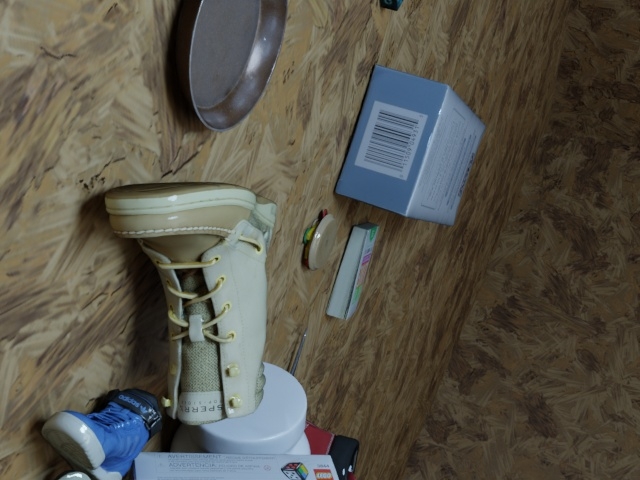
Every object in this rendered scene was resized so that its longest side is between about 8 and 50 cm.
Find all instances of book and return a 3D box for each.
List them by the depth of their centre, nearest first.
[{"bbox_3d":[0.054,0.045,1.395,0.096,0.035,0.144,-20,125,-73],"label":"book"}]

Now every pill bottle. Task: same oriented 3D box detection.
[{"bbox_3d":[-0.091,0.271,0.978,0.153,0.153,0.264,-46,151,-53],"label":"pill bottle"}]

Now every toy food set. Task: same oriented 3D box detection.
[{"bbox_3d":[0.000,0.000,1.191,0.083,0.020,0.082,-50,153,-48],"label":"toy food set"}]

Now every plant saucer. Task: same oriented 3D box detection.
[{"bbox_3d":[-0.077,-0.177,0.754,0.168,0.029,0.168,18,90,-72],"label":"plant saucer"}]

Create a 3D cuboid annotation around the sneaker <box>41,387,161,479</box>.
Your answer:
[{"bbox_3d":[-0.177,0.152,0.743,0.084,0.058,0.152,-56,162,-26],"label":"sneaker"}]

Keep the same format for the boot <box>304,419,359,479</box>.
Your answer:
[{"bbox_3d":[-0.050,0.345,1.146,0.244,0.176,0.088,-62,162,-23],"label":"boot"}]

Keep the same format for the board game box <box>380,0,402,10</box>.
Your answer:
[{"bbox_3d":[0.120,-0.400,1.122,0.186,0.026,0.126,-62,160,-26],"label":"board game box"}]

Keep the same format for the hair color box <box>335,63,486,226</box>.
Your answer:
[{"bbox_3d":[0.150,-0.131,1.357,0.374,0.114,0.185,4,105,-72],"label":"hair color box"}]

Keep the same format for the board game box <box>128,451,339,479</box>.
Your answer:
[{"bbox_3d":[-0.112,0.339,0.890,0.053,0.193,0.305,-112,-146,-55],"label":"board game box"}]

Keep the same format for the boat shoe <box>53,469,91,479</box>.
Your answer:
[{"bbox_3d":[-0.226,0.253,0.735,0.043,0.049,0.136,12,-97,65],"label":"boat shoe"}]

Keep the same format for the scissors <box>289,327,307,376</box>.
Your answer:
[{"bbox_3d":[-0.066,0.272,1.289,0.297,0.021,0.109,-69,160,-9],"label":"scissors"}]

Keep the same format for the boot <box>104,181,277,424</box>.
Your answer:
[{"bbox_3d":[-0.103,0.055,0.747,0.262,0.095,0.203,13,81,-79],"label":"boot"}]
